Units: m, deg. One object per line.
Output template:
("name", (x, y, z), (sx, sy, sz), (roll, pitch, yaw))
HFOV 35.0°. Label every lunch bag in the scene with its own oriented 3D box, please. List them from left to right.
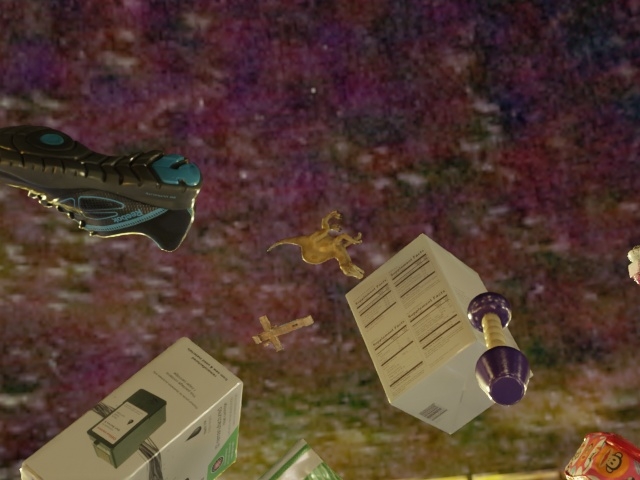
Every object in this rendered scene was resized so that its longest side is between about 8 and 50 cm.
("lunch bag", (0.599, 0.473, 1.890), (0.258, 0.120, 0.293), (36, 175, 8))

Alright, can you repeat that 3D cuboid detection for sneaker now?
("sneaker", (-0.348, -0.069, 1.465), (0.340, 0.125, 0.140), (13, 123, -3))

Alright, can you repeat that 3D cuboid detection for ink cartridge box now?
("ink cartridge box", (-0.250, 0.304, 1.387), (0.289, 0.121, 0.211), (-39, 152, -35))

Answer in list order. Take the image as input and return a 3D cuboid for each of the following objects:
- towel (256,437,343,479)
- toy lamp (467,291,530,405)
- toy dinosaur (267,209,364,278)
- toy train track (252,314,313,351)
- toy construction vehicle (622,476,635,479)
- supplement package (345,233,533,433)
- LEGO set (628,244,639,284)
("towel", (-0.003, 0.481, 1.446), (0.248, 0.325, 0.038), (-41, 168, -11))
("toy lamp", (0.261, 0.158, 1.487), (0.080, 0.080, 0.275), (-9, -161, 9))
("toy dinosaur", (0.000, 0.000, 1.561), (0.183, 0.092, 0.053), (20, 147, 36))
("toy train track", (-0.047, 0.109, 1.217), (0.083, 0.048, 0.014), (-22, -168, 25))
("toy construction vehicle", (0.345, 0.313, 1.129), (0.098, 0.086, 0.035), (-38, -176, -19))
("supplement package", (0.212, 0.172, 1.855), (0.198, 0.263, 0.199), (-40, 135, 18))
("LEGO set", (0.511, -0.004, 1.281), (0.132, 0.107, 0.287), (-3, 153, -13))
